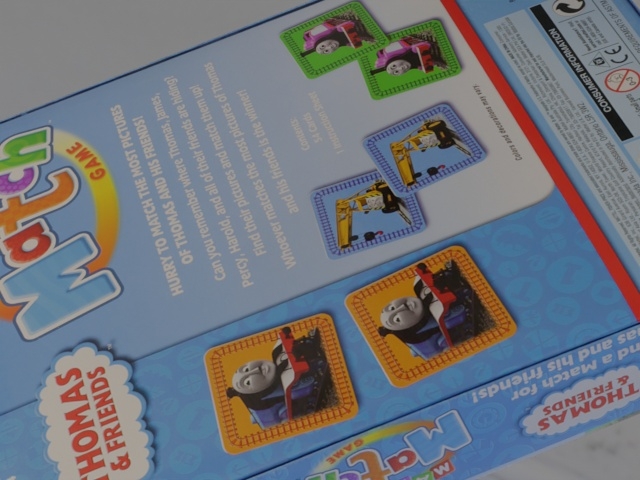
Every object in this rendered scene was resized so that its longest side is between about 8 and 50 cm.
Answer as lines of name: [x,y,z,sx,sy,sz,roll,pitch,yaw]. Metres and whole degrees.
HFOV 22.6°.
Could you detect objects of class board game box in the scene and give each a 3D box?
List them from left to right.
board game box: [0.000,0.000,0.428,0.039,0.211,0.160,73,175,-46]
